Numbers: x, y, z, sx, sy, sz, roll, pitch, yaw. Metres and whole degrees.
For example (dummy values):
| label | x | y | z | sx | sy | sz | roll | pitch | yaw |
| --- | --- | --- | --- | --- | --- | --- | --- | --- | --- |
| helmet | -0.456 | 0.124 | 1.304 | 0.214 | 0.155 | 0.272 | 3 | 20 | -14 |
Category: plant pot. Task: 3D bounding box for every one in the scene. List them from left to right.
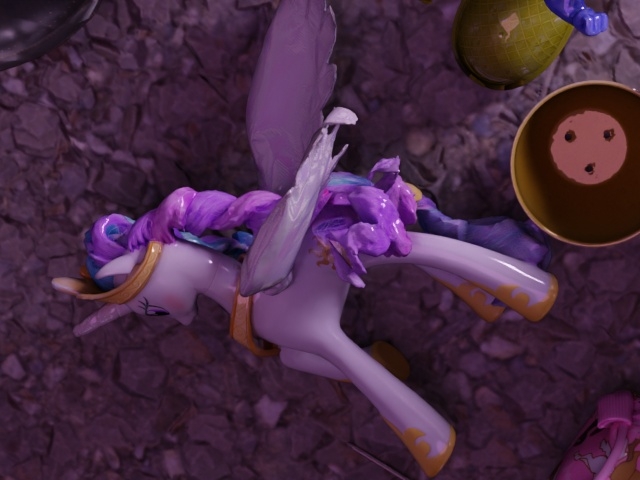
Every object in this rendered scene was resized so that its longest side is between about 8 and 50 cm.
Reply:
| label | x | y | z | sx | sy | sz | roll | pitch | yaw |
| --- | --- | --- | --- | --- | --- | --- | --- | --- | --- |
| plant pot | 0.221 | -0.070 | 1.592 | 0.134 | 0.095 | 0.134 | 1 | 102 | 5 |

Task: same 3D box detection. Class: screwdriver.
| label | x | y | z | sx | sy | sz | roll | pitch | yaw |
| --- | --- | --- | --- | --- | --- | --- | --- | --- | --- |
| screwdriver | 0.098 | 0.225 | 1.766 | 0.170 | 0.024 | 0.025 | 36 | 82 | 4 |

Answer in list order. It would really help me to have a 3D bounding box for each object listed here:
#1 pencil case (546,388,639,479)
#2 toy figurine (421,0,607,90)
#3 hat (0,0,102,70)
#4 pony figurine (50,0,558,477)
| label | x | y | z | sx | sy | sz | roll | pitch | yaw |
| --- | --- | --- | --- | --- | --- | --- | --- | --- | --- |
| pencil case | 0.362 | 0.288 | 1.663 | 0.386 | 0.160 | 0.167 | 33 | 82 | -1 |
| toy figurine | 0.181 | -0.251 | 1.465 | 0.191 | 0.217 | 0.362 | 33 | 114 | -11 |
| hat | -0.331 | -0.269 | 1.583 | 0.134 | 0.331 | 0.331 | -12 | 111 | 57 |
| pony figurine | 0.000 | 0.000 | 1.595 | 0.363 | 0.303 | 0.351 | 23 | 121 | -14 |
